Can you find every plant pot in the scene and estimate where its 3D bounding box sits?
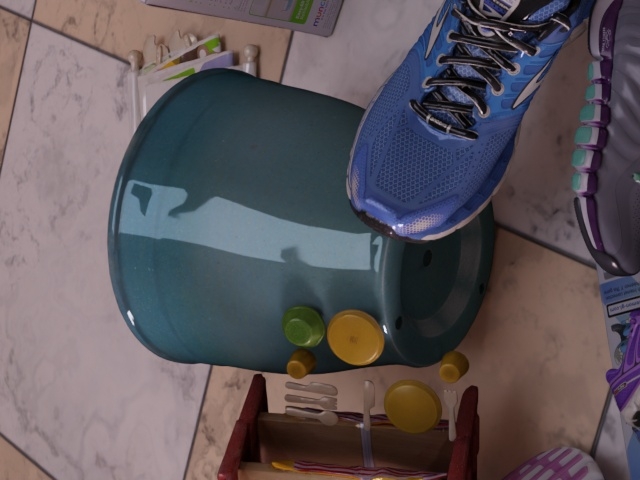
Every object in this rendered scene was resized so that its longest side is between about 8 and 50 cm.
[{"bbox_3d":[0.000,0.000,1.412,0.255,0.271,0.272,12,96,34],"label":"plant pot"}]

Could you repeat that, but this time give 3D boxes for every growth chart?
[{"bbox_3d":[-0.141,-0.142,1.747,0.237,0.021,0.172,2,88,49],"label":"growth chart"}]

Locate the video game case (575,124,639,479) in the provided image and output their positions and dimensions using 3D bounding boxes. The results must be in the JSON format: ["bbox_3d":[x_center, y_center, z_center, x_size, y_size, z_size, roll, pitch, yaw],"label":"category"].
[{"bbox_3d":[0.339,0.015,1.178,0.329,0.036,0.300,-20,72,46],"label":"video game case"}]

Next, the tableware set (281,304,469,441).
[{"bbox_3d":[0.042,0.101,1.298,0.154,0.024,0.104,6,112,19],"label":"tableware set"}]

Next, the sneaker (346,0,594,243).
[{"bbox_3d":[0.121,-0.150,1.249,0.130,0.147,0.330,28,78,14],"label":"sneaker"}]

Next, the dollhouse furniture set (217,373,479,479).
[{"bbox_3d":[0.027,0.313,1.404,0.201,0.152,0.374,4,118,9],"label":"dollhouse furniture set"}]

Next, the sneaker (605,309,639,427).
[{"bbox_3d":[0.258,0.060,1.189,0.170,0.068,0.071,-58,43,28],"label":"sneaker"}]

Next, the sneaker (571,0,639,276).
[{"bbox_3d":[0.247,-0.085,1.203,0.098,0.083,0.224,-2,85,44],"label":"sneaker"}]

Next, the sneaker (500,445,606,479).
[{"bbox_3d":[0.218,0.244,1.259,0.095,0.104,0.236,-39,27,-9],"label":"sneaker"}]

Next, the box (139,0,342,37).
[{"bbox_3d":[-0.066,-0.342,1.519,0.127,0.231,0.262,36,115,44],"label":"box"}]
